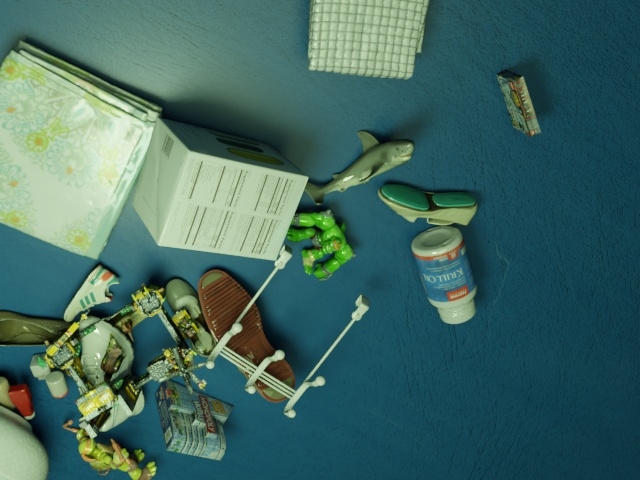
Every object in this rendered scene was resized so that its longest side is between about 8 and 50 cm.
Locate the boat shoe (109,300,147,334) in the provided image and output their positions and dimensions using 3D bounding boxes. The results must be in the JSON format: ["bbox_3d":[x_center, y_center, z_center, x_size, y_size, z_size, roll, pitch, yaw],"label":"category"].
[{"bbox_3d":[-0.419,0.168,1.541,0.153,0.056,0.048,-34,124,7],"label":"boat shoe"}]

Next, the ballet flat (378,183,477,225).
[{"bbox_3d":[0.245,-0.074,1.541,0.248,0.086,0.086,6,112,-13],"label":"ballet flat"}]

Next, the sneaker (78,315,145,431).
[{"bbox_3d":[-0.500,0.313,1.532,0.111,0.129,0.297,2,116,30],"label":"sneaker"}]

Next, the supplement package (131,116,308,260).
[{"bbox_3d":[-0.207,-0.102,1.340,0.263,0.199,0.198,9,112,-36],"label":"supplement package"}]

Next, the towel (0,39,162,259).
[{"bbox_3d":[-0.534,-0.173,1.357,0.321,0.090,0.374,26,106,-16],"label":"towel"}]

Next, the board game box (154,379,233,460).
[{"bbox_3d":[-0.295,0.443,1.628,0.194,0.194,0.060,23,109,-33],"label":"board game box"}]

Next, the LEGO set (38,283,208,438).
[{"bbox_3d":[-0.420,0.251,1.392,0.331,0.192,0.255,-23,97,-6],"label":"LEGO set"}]

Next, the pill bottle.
[{"bbox_3d":[0.306,0.086,1.591,0.124,0.124,0.221,-22,115,0],"label":"pill bottle"}]

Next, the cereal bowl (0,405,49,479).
[{"bbox_3d":[-0.771,0.458,1.509,0.339,0.141,0.339,14,146,10],"label":"cereal bowl"}]

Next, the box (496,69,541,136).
[{"bbox_3d":[0.438,-0.304,1.462,0.027,0.094,0.137,-26,115,3],"label":"box"}]

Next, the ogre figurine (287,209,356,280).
[{"bbox_3d":[0.000,0.000,1.523,0.118,0.097,0.197,-21,101,19],"label":"ogre figurine"}]

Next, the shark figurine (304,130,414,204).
[{"bbox_3d":[0.083,-0.179,1.471,0.278,0.166,0.116,-24,90,20],"label":"shark figurine"}]

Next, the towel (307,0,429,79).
[{"bbox_3d":[0.092,-0.474,1.319,0.235,0.121,0.283,0,111,-12],"label":"towel"}]

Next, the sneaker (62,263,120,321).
[{"bbox_3d":[-0.519,0.133,1.504,0.075,0.057,0.161,34,101,-15],"label":"sneaker"}]

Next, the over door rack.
[{"bbox_3d":[-0.070,0.204,1.460,0.239,0.108,0.324,35,89,-11],"label":"over door rack"}]

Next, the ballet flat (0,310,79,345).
[{"bbox_3d":[-0.680,0.212,1.510,0.250,0.058,0.084,6,111,-12],"label":"ballet flat"}]

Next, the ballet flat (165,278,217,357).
[{"bbox_3d":[-0.296,0.185,1.556,0.072,0.068,0.213,-31,119,-23],"label":"ballet flat"}]

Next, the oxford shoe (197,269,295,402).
[{"bbox_3d":[-0.192,0.229,1.572,0.123,0.130,0.348,-30,95,-19],"label":"oxford shoe"}]

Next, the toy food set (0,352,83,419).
[{"bbox_3d":[-0.670,0.344,1.545,0.232,0.111,0.104,-8,126,-7],"label":"toy food set"}]

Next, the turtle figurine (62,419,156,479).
[{"bbox_3d":[-0.503,0.528,1.599,0.217,0.270,0.087,44,61,-43],"label":"turtle figurine"}]
